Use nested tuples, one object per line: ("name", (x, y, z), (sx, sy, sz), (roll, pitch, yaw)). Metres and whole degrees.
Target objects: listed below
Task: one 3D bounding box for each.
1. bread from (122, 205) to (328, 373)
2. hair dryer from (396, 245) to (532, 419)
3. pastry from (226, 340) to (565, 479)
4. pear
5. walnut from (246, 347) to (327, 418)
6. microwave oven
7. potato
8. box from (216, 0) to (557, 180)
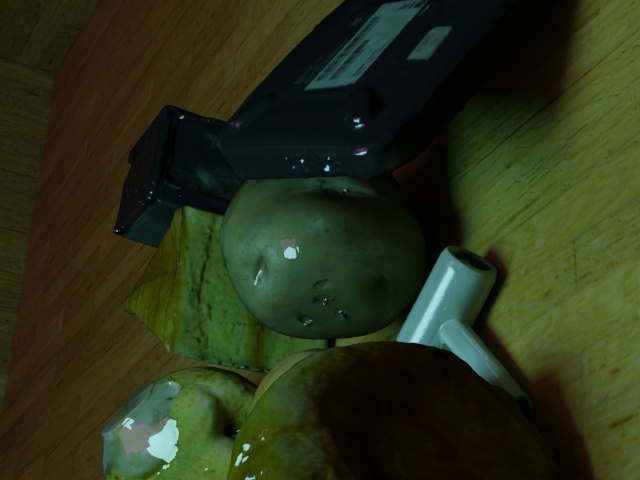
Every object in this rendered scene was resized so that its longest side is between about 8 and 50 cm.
("bread", (-0.155, 0.129, 2.021), (0.362, 0.233, 0.245), (134, 144, -57))
("hair dryer", (0.167, 0.113, 1.486), (0.131, 0.073, 0.236), (-65, 27, 19))
("pastry", (0.075, 0.251, 1.292), (0.164, 0.356, 0.356), (115, 158, -46))
("pear", (-0.174, 0.305, 1.958), (0.271, 0.271, 0.271), (-46, 35, 48))
("walnut", (-0.008, 0.229, 1.688), (0.197, 0.165, 0.165), (-66, 22, -7))
("microwave oven", (-0.177, -0.076, 2.177), (0.188, 0.247, 0.178), (-37, 40, 54))
("potato", (0.000, 0.000, 1.710), (0.326, 0.243, 0.221), (-118, 5, -63))
("box", (0.074, -0.200, 1.611), (0.359, 0.091, 0.350), (-49, 27, -24))
